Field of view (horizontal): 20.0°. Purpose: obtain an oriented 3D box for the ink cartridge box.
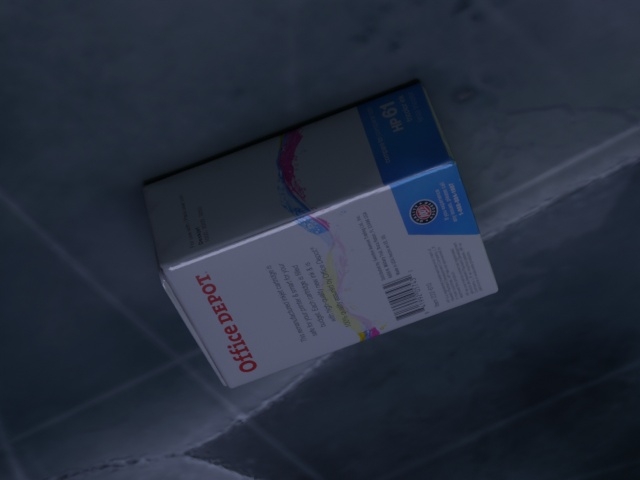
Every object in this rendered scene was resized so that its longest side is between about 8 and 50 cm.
[{"bbox_3d":[0.000,0.000,0.737,0.122,0.052,0.088,-21,139,2],"label":"ink cartridge box"}]
